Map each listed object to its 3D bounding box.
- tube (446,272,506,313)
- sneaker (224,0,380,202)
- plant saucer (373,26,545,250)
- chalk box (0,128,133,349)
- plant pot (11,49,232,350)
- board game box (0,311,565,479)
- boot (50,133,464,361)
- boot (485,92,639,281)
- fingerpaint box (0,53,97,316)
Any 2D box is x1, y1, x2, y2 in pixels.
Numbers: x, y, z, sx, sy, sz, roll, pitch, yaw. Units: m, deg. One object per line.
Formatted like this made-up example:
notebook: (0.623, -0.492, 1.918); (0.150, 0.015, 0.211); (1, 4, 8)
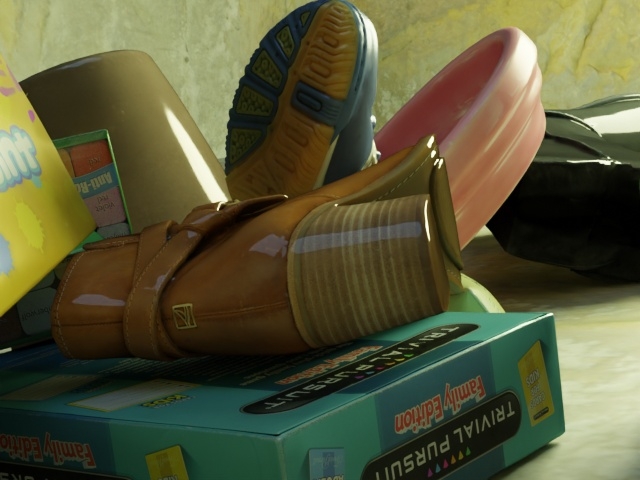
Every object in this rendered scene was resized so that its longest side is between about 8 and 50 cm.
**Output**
tube: (0.110, 0.059, 0.991); (0.070, 0.062, 0.240); (9, 3, -8)
sneaker: (0.002, -0.033, 0.986); (0.131, 0.296, 0.112); (-2, 29, -34)
plant saucer: (0.090, -0.048, 1.228); (0.332, 0.084, 0.332); (-47, 9, 10)
chalk box: (-0.208, 0.002, 0.942); (0.132, 0.132, 0.213); (-15, 3, -24)
plant pot: (-0.186, -0.040, 1.212); (0.263, 0.229, 0.263); (-20, -3, -1)
board game box: (-0.065, 0.105, 0.799); (0.336, 0.079, 0.253); (-1, 10, 39)
boot: (-0.027, 0.014, 0.832); (0.220, 0.109, 0.283); (-10, 14, 11)
boot: (0.324, -0.069, 1.407); (0.367, 0.146, 0.445); (-6, 8, -5)
fingerpaint box: (-0.350, 0.060, 0.634); (0.371, 0.163, 0.445); (-26, 10, 11)
